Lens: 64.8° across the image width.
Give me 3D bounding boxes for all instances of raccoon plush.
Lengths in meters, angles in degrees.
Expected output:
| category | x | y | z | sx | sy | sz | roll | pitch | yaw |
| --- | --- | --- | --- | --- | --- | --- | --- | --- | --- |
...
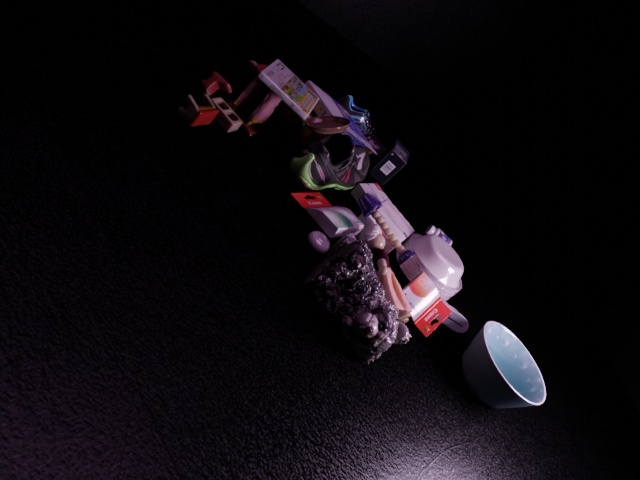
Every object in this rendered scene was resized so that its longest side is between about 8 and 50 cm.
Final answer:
| category | x | y | z | sx | sy | sz | roll | pitch | yaw |
| --- | --- | --- | --- | --- | --- | --- | --- | --- | --- |
| raccoon plush | 0.147 | 0.148 | 1.518 | 0.299 | 0.216 | 0.446 | 52 | 30 | -7 |

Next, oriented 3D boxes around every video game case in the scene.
| category | x | y | z | sx | sy | sz | roll | pitch | yaw |
| --- | --- | --- | --- | --- | --- | --- | --- | --- | --- |
| video game case | -0.104 | -0.526 | 1.742 | 0.206 | 0.026 | 0.227 | 41 | 29 | -13 |

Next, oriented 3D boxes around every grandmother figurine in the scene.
| category | x | y | z | sx | sy | sz | roll | pitch | yaw |
| --- | --- | --- | --- | --- | --- | --- | --- | --- | --- |
| grandmother figurine | 0.208 | 0.105 | 1.664 | 0.104 | 0.208 | 0.343 | -11 | 69 | -11 |

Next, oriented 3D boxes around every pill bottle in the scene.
| category | x | y | z | sx | sy | sz | roll | pitch | yaw |
| --- | --- | --- | --- | --- | --- | --- | --- | --- | --- |
| pill bottle | 0.532 | -0.013 | 2.283 | 0.120 | 0.067 | 0.067 | 42 | 31 | -9 |

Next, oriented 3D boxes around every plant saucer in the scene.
| category | x | y | z | sx | sy | sz | roll | pitch | yaw |
| --- | --- | --- | --- | --- | --- | --- | --- | --- | --- |
| plant saucer | 0.029 | -0.431 | 1.888 | 0.168 | 0.029 | 0.168 | -1 | 30 | 0 |

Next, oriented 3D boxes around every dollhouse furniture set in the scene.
| category | x | y | z | sx | sy | sz | roll | pitch | yaw |
| --- | --- | --- | --- | --- | --- | --- | --- | --- | --- |
| dollhouse furniture set | -0.267 | -0.459 | 1.685 | 0.152 | 0.201 | 0.374 | 49 | 30 | 3 |

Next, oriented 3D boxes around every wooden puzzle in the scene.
| category | x | y | z | sx | sy | sz | roll | pitch | yaw |
| --- | --- | --- | --- | --- | --- | --- | --- | --- | --- |
| wooden puzzle | -0.135 | -0.590 | 2.093 | 0.322 | 0.080 | 0.348 | 48 | 20 | 6 |

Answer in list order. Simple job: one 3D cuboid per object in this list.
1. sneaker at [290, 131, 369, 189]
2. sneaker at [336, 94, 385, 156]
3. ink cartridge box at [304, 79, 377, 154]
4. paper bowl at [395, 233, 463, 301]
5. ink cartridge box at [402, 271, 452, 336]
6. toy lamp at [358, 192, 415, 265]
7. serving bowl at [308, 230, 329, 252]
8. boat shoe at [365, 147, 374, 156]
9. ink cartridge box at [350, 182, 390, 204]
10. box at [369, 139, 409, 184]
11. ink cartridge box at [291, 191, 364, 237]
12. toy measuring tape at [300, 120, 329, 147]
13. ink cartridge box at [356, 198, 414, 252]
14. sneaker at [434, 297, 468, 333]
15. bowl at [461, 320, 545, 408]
| category | x | y | z | sx | sy | sz | roll | pitch | yaw |
| --- | --- | --- | --- | --- | --- | --- | --- | --- | --- |
| sneaker | 0.085 | -0.309 | 1.942 | 0.185 | 0.202 | 0.482 | 52 | 31 | 8 |
| sneaker | 0.197 | -0.538 | 2.402 | 0.341 | 0.139 | 0.125 | 41 | 30 | -12 |
| ink cartridge box | 0.079 | -0.503 | 2.141 | 0.303 | 0.072 | 0.307 | 24 | 33 | -52 |
| paper bowl | 0.441 | 0.089 | 1.965 | 0.284 | 0.148 | 0.284 | 33 | 29 | -21 |
| ink cartridge box | 0.362 | 0.222 | 1.759 | 0.145 | 0.045 | 0.179 | -39 | 82 | -20 |
| toy lamp | 0.228 | -0.045 | 1.767 | 0.275 | 0.080 | 0.080 | 54 | 32 | 6 |
| serving bowl | 0.000 | 0.000 | 1.657 | 0.083 | 0.027 | 0.083 | 31 | 35 | -25 |
| boat shoe | 0.189 | -0.398 | 2.312 | 0.060 | 0.064 | 0.178 | 46 | 24 | 8 |
| ink cartridge box | 0.207 | -0.176 | 2.075 | 0.150 | 0.063 | 0.109 | -10 | 62 | -54 |
| box | 0.322 | -0.362 | 2.337 | 0.093 | 0.156 | 0.158 | 42 | 31 | -9 |
| ink cartridge box | 0.028 | -0.107 | 1.762 | 0.225 | 0.056 | 0.181 | 51 | 30 | 19 |
| toy measuring tape | -0.007 | -0.421 | 2.071 | 0.121 | 0.121 | 0.330 | 49 | 15 | 3 |
| ink cartridge box | 0.237 | -0.045 | 1.927 | 0.172 | 0.100 | 0.237 | 51 | 32 | 6 |
| sneaker | 0.420 | 0.250 | 1.847 | 0.258 | 0.094 | 0.091 | 40 | -1 | 0 |
| bowl | 0.613 | 0.455 | 1.757 | 0.311 | 0.163 | 0.312 | 32 | 34 | -24 |
